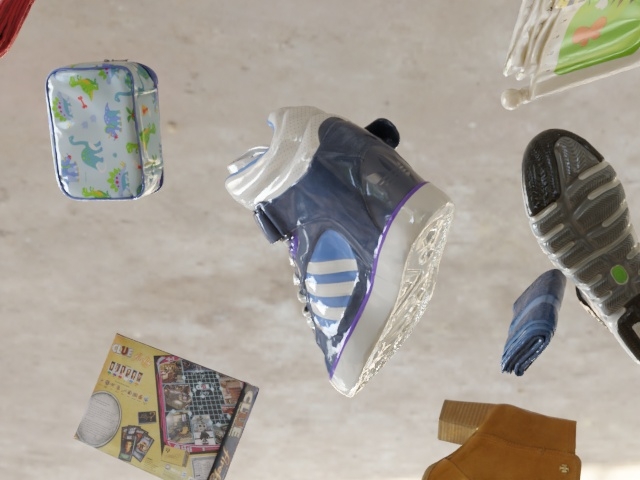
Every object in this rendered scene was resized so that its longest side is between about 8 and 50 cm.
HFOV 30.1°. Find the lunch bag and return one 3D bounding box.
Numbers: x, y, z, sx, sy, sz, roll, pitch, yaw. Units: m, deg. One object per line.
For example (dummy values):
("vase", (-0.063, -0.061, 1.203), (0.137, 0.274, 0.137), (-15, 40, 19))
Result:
("lunch bag", (-0.340, -0.173, 1.871), (0.176, 0.219, 0.090), (-1, -167, 21))

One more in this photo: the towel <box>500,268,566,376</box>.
("towel", (0.201, 0.074, 1.123), (0.029, 0.119, 0.067), (34, 122, 0))

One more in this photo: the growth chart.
("growth chart", (0.202, -0.177, 0.820), (0.172, 0.021, 0.237), (-23, 154, -10))

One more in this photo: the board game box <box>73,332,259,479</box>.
("board game box", (-0.218, 0.242, 1.664), (0.243, 0.165, 0.042), (17, 171, 33))

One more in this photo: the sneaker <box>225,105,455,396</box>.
("sneaker", (0.000, 0.000, 1.264), (0.236, 0.130, 0.323), (36, 141, 18))

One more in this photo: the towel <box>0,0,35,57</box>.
("towel", (-0.360, -0.224, 1.282), (0.031, 0.199, 0.275), (33, 151, -23))

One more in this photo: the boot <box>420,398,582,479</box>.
("boot", (0.245, 0.350, 1.629), (0.211, 0.295, 0.104), (10, 143, 14))

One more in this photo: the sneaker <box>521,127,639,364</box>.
("sneaker", (0.236, 0.007, 1.057), (0.086, 0.229, 0.132), (-30, -176, 0))
